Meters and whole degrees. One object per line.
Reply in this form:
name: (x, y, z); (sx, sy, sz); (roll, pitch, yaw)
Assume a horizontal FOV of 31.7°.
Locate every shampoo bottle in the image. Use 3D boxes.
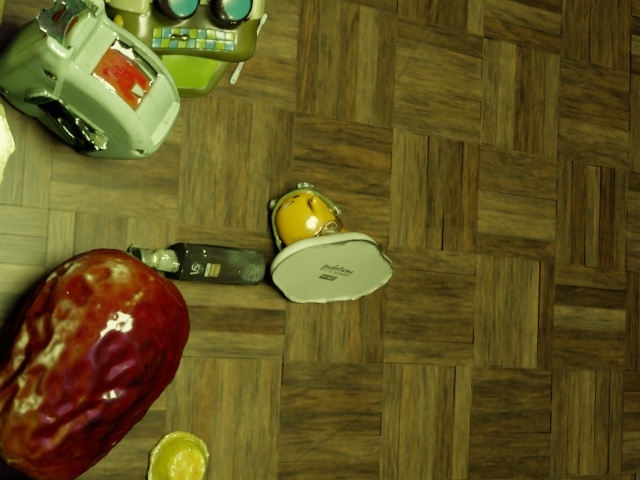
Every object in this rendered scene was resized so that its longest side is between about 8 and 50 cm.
shampoo bottle: (-0.182, 0.032, 1.674); (0.207, 0.063, 0.057); (7, 94, -36)

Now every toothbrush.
toothbrush: (-0.113, -0.301, 1.765); (0.011, 0.013, 0.131); (30, 72, -19)

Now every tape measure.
tape measure: (-0.310, -0.203, 1.485); (0.246, 0.243, 0.125); (42, 67, -25)

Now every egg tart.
egg tart: (-0.203, 0.332, 1.653); (0.105, 0.039, 0.105); (1, 88, -36)

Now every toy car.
toy car: (-0.208, -0.293, 1.620); (0.247, 0.204, 0.198); (-5, 113, -33)

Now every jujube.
jujube: (-0.314, 0.165, 1.498); (0.223, 0.223, 0.318); (40, 74, -26)

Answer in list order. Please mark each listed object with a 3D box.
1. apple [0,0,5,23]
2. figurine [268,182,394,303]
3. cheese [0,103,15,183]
apple: (-0.512, -0.345, 1.353); (0.233, 0.295, 0.258); (24, 49, 7)
figurine: (0.000, 0.000, 1.789); (0.250, 0.166, 0.141); (28, 32, -55)
cheese: (-0.517, -0.097, 1.457); (0.255, 0.050, 0.127); (-22, 101, -32)
